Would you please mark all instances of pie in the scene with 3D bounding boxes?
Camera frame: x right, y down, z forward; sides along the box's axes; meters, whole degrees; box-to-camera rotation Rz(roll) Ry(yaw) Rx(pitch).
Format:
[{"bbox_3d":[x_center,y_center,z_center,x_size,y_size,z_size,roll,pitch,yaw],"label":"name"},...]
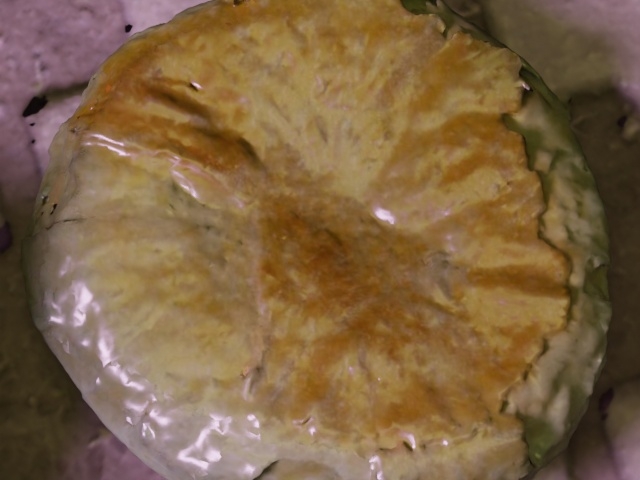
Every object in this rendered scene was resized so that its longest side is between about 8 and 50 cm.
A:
[{"bbox_3d":[0.000,0.000,0.988,0.306,0.071,0.306,0,73,-1],"label":"pie"}]
